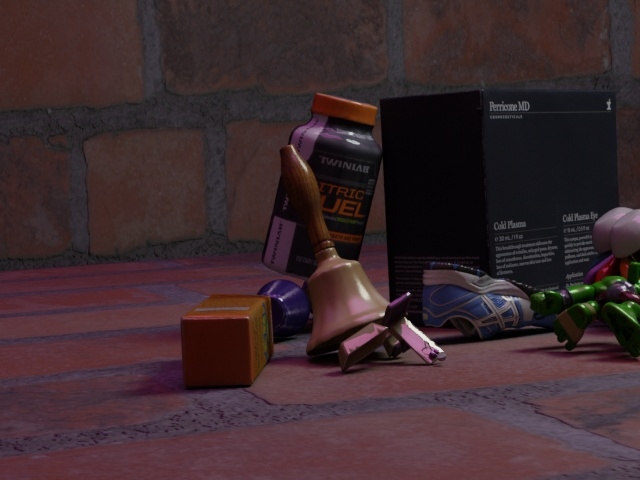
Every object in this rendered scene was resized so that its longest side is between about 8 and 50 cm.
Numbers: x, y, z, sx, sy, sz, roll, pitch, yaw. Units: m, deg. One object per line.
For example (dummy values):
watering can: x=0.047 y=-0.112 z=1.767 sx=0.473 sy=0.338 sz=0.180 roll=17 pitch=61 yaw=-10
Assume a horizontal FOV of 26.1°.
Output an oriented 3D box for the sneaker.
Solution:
sneaker: x=0.211 y=0.085 z=1.719 sx=0.211 sy=0.081 sz=0.080 roll=15 pitch=-6 yaw=-24

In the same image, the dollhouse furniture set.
dollhouse furniture set: x=0.078 y=0.134 z=1.514 sx=0.114 sy=0.091 sz=0.081 roll=-31 pitch=61 yaw=-32

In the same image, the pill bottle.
pill bottle: x=0.008 y=-0.072 z=1.860 sx=0.130 sy=0.246 sz=0.130 roll=13 pitch=6 yaw=-1

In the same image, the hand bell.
hand bell: x=0.000 y=0.000 z=1.617 sx=0.126 sy=0.242 sz=0.126 roll=-20 pitch=-12 yaw=-4

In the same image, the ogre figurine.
ogre figurine: x=0.345 y=0.077 z=1.547 sx=0.118 sy=0.097 sz=0.197 roll=-19 pitch=1 yaw=-35

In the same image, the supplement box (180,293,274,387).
supplement box: x=-0.100 y=0.107 z=1.537 sx=0.080 sy=0.078 sz=0.233 roll=-3 pitch=4 yaw=2

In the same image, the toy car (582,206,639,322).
toy car: x=0.397 y=0.051 z=1.750 sx=0.136 sy=0.159 sz=0.182 roll=-39 pitch=6 yaw=-1

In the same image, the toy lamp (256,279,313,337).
toy lamp: x=-0.030 y=0.086 z=1.875 sx=0.080 sy=0.080 sz=0.274 roll=-2 pitch=1 yaw=16

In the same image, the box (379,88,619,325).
box: x=0.262 y=-0.053 z=1.943 sx=0.179 sy=0.313 sz=0.343 roll=1 pitch=4 yaw=42
